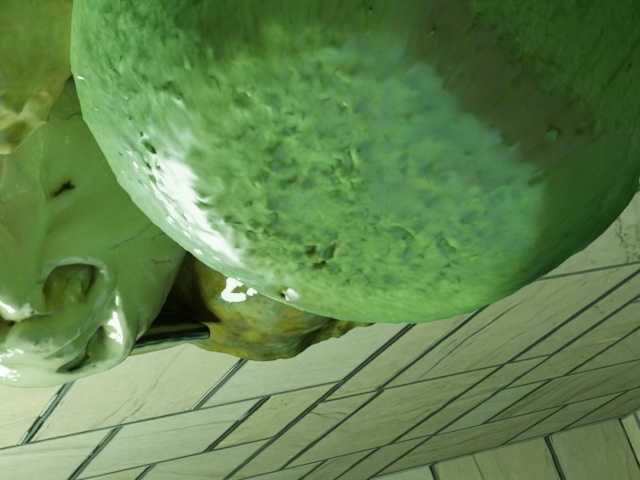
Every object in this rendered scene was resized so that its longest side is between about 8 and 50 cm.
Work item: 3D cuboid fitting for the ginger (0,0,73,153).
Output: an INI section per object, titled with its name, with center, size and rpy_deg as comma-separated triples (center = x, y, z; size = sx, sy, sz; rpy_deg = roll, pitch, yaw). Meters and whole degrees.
[ginger]
center = -0.200, -0.123, 0.711
size = 0.115, 0.122, 0.193
rpy_deg = -8, 163, 31

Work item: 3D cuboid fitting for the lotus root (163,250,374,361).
[lotus root]
center = 0.014, -0.008, 1.180
size = 0.267, 0.149, 0.260
rpy_deg = -14, 161, -25

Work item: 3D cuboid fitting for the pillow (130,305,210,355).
[pillow]
center = -0.236, 0.075, 1.177
size = 0.208, 0.052, 0.212
rpy_deg = -5, -169, -35

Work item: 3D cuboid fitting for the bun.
[bun]
center = -0.183, 0.002, 0.896
size = 0.231, 0.133, 0.231
rpy_deg = -11, 115, -24

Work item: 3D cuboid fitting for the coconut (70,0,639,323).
[coconut]
center = 0.022, -0.121, 0.677
size = 0.328, 0.328, 0.281
rpy_deg = -7, 138, -33
